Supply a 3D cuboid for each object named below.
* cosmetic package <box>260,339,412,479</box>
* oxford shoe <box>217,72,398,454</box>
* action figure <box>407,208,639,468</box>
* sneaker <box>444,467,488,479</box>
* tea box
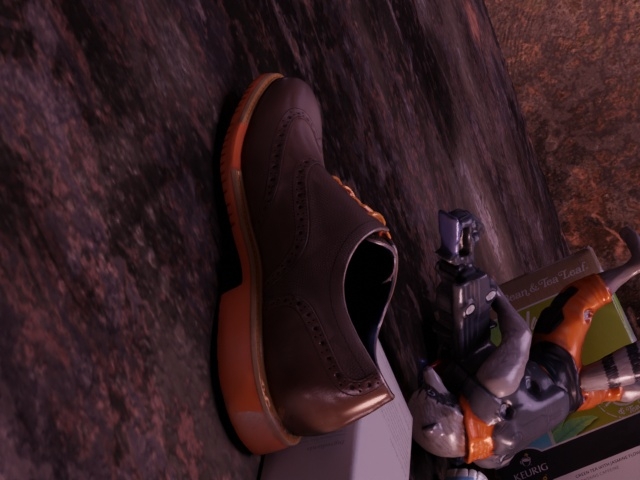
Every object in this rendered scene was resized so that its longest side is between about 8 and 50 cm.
[{"bbox_3d":[0.014,0.184,1.082,0.231,0.085,0.117,-77,148,-55],"label":"cosmetic package"},{"bbox_3d":[0.000,0.000,1.102,0.130,0.133,0.363,55,25,-49],"label":"oxford shoe"},{"bbox_3d":[0.226,0.114,1.441,0.178,0.330,0.341,45,-24,48],"label":"action figure"},{"bbox_3d":[0.174,0.334,1.563,0.162,0.063,0.073,59,39,-32],"label":"sneaker"},{"bbox_3d":[0.325,0.219,1.753,0.323,0.220,0.329,68,10,17],"label":"tea box"}]
